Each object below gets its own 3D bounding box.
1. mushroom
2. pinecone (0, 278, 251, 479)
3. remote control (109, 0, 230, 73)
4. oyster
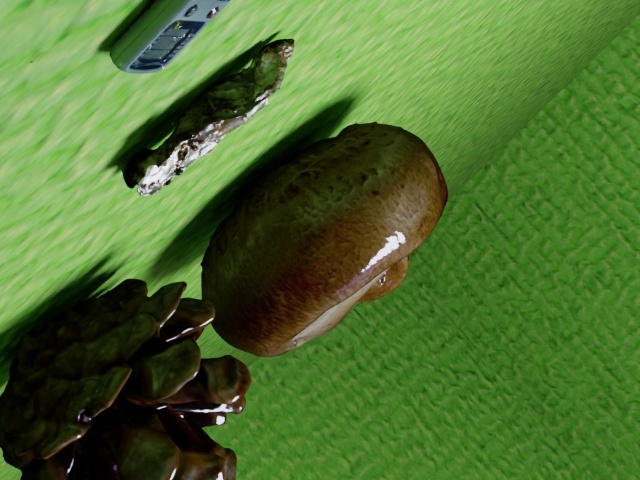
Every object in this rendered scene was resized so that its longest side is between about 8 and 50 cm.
[{"bbox_3d":[0.000,0.000,1.392,0.253,0.153,0.253,-43,177,-3],"label":"mushroom"},{"bbox_3d":[-0.150,0.135,1.226,0.202,0.201,0.229,-17,-156,-3],"label":"pinecone"},{"bbox_3d":[-0.050,-0.126,0.754,0.124,0.018,0.053,-43,174,16],"label":"remote control"},{"bbox_3d":[-0.069,-0.075,0.978,0.132,0.029,0.086,-41,-178,-35],"label":"oyster"}]
